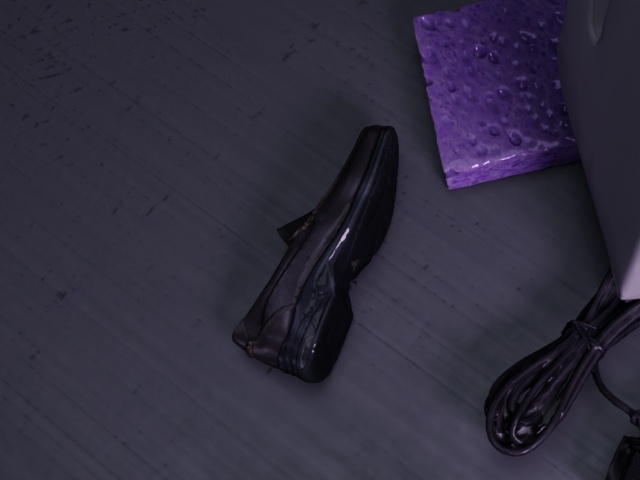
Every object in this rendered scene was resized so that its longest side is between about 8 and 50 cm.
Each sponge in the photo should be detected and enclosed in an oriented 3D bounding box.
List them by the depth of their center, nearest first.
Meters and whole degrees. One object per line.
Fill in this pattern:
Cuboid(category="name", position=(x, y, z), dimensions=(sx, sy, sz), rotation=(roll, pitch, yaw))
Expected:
Cuboid(category="sponge", position=(0.170, -0.110, 0.880), dimensions=(0.210, 0.031, 0.117), rotation=(-13, 66, 4))

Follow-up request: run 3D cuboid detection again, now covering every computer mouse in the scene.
Cuboid(category="computer mouse", position=(0.238, 0.112, 0.761), dimensions=(0.262, 0.060, 0.184), rotation=(33, 70, 26))

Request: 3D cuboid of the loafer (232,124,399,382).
Cuboid(category="loafer", position=(0.000, 0.000, 0.844), dimensions=(0.061, 0.062, 0.170), rotation=(16, 68, 21))

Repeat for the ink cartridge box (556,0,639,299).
Cuboid(category="ink cartridge box", position=(0.341, -0.118, 0.689), dimensions=(0.394, 0.285, 0.166), rotation=(-7, 63, -1))
